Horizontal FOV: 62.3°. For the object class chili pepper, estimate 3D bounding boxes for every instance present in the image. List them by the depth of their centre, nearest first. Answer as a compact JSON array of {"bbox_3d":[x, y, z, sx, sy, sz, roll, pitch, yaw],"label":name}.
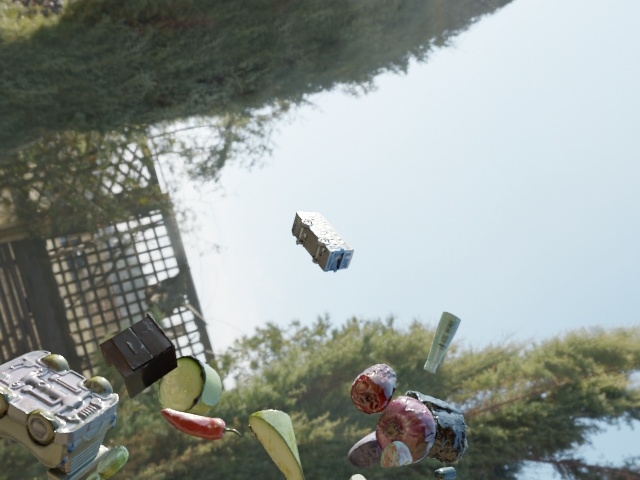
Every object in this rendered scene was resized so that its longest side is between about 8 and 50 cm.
[{"bbox_3d":[-0.389,0.601,1.717,0.063,0.272,0.071,113,-9,-62],"label":"chili pepper"}]

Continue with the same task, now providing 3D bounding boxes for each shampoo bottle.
[{"bbox_3d":[0.372,0.316,1.633,0.041,0.069,0.191,-3,-121,65],"label":"shampoo bottle"}]

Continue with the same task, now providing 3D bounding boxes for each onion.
[{"bbox_3d":[0.294,0.646,1.779,0.200,0.207,0.200,46,-12,13],"label":"onion"}]

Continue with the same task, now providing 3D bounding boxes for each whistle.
[{"bbox_3d":[-0.682,0.719,1.635,0.057,0.198,0.104,55,-30,-13],"label":"whistle"}]

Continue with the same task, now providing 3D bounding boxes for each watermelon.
[{"bbox_3d":[0.199,0.551,1.334,0.061,0.085,0.085,-105,-174,-71],"label":"watermelon"}]

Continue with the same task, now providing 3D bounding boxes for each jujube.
[{"bbox_3d":[0.207,0.550,1.983,0.155,0.230,0.155,5,-80,27],"label":"jujube"}]

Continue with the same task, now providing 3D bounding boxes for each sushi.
[{"bbox_3d":[0.435,0.722,2.076,0.350,0.171,0.211,-168,-84,-77],"label":"sushi"}]

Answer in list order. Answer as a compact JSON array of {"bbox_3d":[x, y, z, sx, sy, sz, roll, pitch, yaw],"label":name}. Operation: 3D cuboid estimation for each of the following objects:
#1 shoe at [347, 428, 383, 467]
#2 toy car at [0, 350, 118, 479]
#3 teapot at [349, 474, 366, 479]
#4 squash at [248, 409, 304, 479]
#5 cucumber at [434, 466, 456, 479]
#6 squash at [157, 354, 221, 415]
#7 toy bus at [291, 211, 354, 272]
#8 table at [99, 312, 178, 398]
[{"bbox_3d":[0.212,0.755,1.980,0.137,0.245,0.095,-168,-123,-86],"label":"shoe"},{"bbox_3d":[-0.742,0.474,1.430,0.336,0.242,0.226,19,-73,15],"label":"toy car"},{"bbox_3d":[0.121,1.039,2.135,0.077,0.107,0.200,44,-69,36],"label":"teapot"},{"bbox_3d":[-0.125,0.662,1.657,0.093,0.169,0.252,-51,-146,23],"label":"squash"},{"bbox_3d":[0.482,0.911,2.063,0.048,0.105,0.048,-19,-115,49],"label":"cucumber"},{"bbox_3d":[-0.498,0.547,1.987,0.220,0.220,0.133,61,2,29],"label":"squash"},{"bbox_3d":[0.000,0.000,1.999,0.297,0.131,0.106,48,-50,46],"label":"toy bus"},{"bbox_3d":[-0.629,0.400,1.843,0.169,0.193,0.172,42,-35,24],"label":"table"}]
